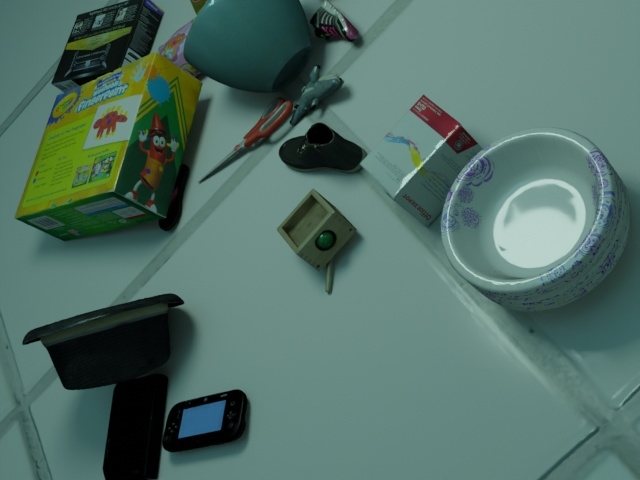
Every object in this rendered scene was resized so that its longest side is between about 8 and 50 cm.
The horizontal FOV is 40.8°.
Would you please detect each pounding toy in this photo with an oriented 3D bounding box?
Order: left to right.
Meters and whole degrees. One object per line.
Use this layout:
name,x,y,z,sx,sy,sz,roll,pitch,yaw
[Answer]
pounding toy,0.000,0.000,1.670,0.130,0.100,0.141,-48,36,5

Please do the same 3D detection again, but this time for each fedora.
fedora,-0.431,0.219,1.774,0.334,0.334,0.153,-18,86,30

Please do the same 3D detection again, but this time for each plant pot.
plant pot,-0.133,-0.445,1.917,0.195,0.290,0.290,42,96,7

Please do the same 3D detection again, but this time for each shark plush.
shark plush,-0.021,-0.311,1.860,0.161,0.073,0.067,-33,43,24

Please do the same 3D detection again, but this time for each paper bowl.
paper bowl,0.346,-0.024,1.362,0.284,0.148,0.284,-18,57,30

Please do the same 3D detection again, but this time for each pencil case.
pencil case,-0.269,-0.514,2.143,0.284,0.124,0.124,-35,49,17

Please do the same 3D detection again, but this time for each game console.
game console,-0.292,0.360,1.721,0.361,0.044,0.213,-17,57,30

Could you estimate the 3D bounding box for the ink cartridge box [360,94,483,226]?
ink cartridge box,0.189,-0.143,1.563,0.176,0.128,0.127,-47,46,7

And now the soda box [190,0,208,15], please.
soda box,-0.313,-0.654,2.291,0.061,0.058,0.181,-38,48,16

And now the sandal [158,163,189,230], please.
sandal,-0.355,-0.105,2.030,0.067,0.040,0.179,-8,61,35

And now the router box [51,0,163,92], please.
router box,-0.609,-0.548,2.448,0.309,0.081,0.243,-1,66,38

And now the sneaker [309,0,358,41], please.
sneaker,0.026,-0.475,1.924,0.075,0.063,0.170,-44,42,9

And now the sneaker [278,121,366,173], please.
sneaker,-0.021,-0.201,1.767,0.222,0.118,0.083,7,71,40

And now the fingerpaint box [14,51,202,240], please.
fingerpaint box,-0.522,-0.217,2.118,0.444,0.163,0.371,-10,60,42

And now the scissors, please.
scissors,-0.174,-0.216,1.946,0.297,0.021,0.109,-43,31,11
